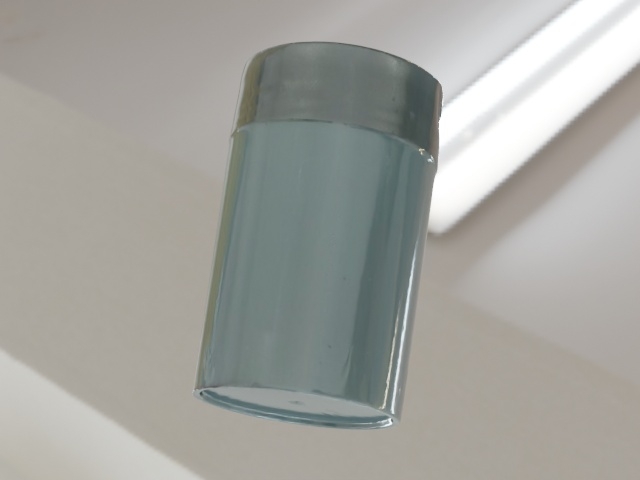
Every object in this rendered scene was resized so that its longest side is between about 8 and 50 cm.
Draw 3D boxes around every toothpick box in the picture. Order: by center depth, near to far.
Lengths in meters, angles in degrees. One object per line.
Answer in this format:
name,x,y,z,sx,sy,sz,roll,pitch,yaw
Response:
toothpick box,0.000,0.000,0.340,0.052,0.052,0.083,6,-106,10
